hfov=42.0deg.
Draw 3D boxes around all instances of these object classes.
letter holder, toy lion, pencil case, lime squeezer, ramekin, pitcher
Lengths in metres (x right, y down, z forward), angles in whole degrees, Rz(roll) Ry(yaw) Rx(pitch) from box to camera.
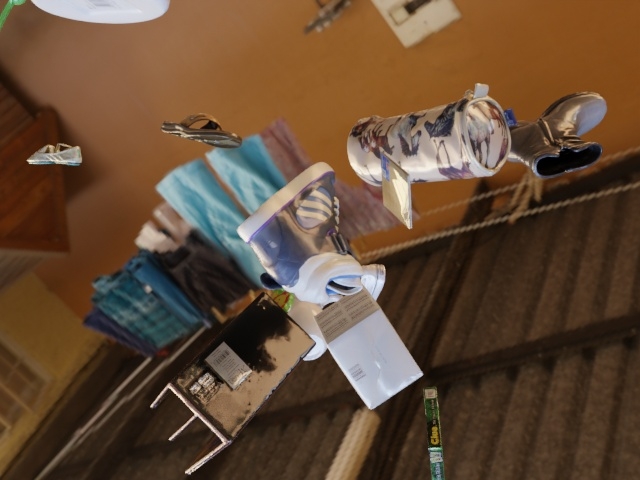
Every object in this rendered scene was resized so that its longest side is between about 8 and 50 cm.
[{"bbox_3d":[-0.184,0.278,1.621,0.302,0.152,0.214,-44,178,-46],"label":"letter holder"},{"bbox_3d":[-0.087,0.128,1.765,0.096,0.034,0.100,-12,-141,51],"label":"toy lion"},{"bbox_3d":[0.228,-0.219,1.835,0.410,0.159,0.184,-2,-96,53],"label":"pencil case"},{"bbox_3d":[-0.659,-0.560,1.910,0.310,0.110,0.059,-39,-156,-15],"label":"lime squeezer"},{"bbox_3d":[-0.398,-0.489,1.510,0.277,0.135,0.277,0,180,0],"label":"ramekin"},{"bbox_3d":[-0.012,0.211,2.175,0.177,0.126,0.207,-8,-148,0],"label":"pitcher"}]

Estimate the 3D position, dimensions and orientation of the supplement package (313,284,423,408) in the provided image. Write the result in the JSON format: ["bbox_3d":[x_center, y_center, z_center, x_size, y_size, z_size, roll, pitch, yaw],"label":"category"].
[{"bbox_3d":[0.106,0.241,1.930,0.149,0.194,0.203,-33,-165,-1],"label":"supplement package"}]

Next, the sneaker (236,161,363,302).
[{"bbox_3d":[0.000,0.000,1.580,0.130,0.236,0.323,-43,179,33],"label":"sneaker"}]

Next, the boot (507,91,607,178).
[{"bbox_3d":[0.594,-0.239,1.977,0.338,0.118,0.222,-26,-149,-15],"label":"boot"}]

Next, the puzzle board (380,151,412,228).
[{"bbox_3d":[0.146,-0.096,1.589,0.011,0.128,0.096,-23,-138,-18],"label":"puzzle board"}]

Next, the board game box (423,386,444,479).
[{"bbox_3d":[0.226,0.418,1.638,0.030,0.260,0.136,-4,-136,8],"label":"board game box"}]

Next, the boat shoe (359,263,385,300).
[{"bbox_3d":[0.122,0.158,2.502,0.095,0.084,0.258,-96,-163,-45],"label":"boat shoe"}]

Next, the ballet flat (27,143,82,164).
[{"bbox_3d":[-0.655,-0.214,2.065,0.168,0.052,0.057,4,-174,26],"label":"ballet flat"}]

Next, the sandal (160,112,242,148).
[{"bbox_3d":[-0.250,-0.237,1.749,0.219,0.090,0.060,17,-90,44],"label":"sandal"}]
